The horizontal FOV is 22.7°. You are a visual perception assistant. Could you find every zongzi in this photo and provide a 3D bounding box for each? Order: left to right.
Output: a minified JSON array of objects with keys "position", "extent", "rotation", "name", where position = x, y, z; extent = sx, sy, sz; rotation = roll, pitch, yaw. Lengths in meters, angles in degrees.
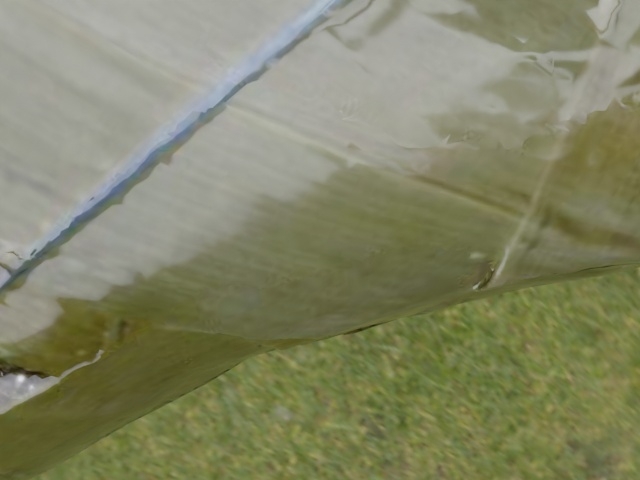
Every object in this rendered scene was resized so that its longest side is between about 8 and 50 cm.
[{"position":[0.000,0.000,0.516],"extent":[0.393,0.174,0.356],"rotation":[34,107,-3],"name":"zongzi"}]
